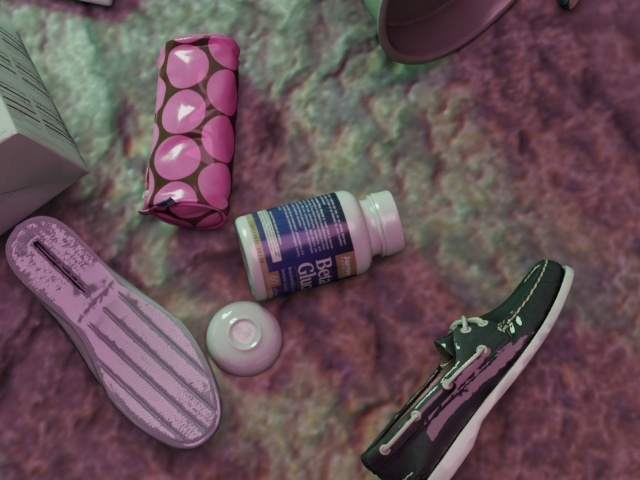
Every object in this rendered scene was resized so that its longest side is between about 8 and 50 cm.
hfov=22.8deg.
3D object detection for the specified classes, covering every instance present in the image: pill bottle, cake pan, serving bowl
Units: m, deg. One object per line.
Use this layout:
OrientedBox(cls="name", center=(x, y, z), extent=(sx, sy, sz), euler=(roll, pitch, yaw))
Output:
OrientedBox(cls="pill bottle", center=(0.000, 0.000, 1.703), extent=(0.169, 0.094, 0.094), euler=(-15, 76, -6))
OrientedBox(cls="cake pan", center=(0.156, -0.320, 1.703), extent=(0.293, 0.293, 0.054), euler=(-40, 66, -12))
OrientedBox(cls="serving bowl", center=(-0.082, 0.103, 1.707), extent=(0.083, 0.027, 0.083), euler=(0, 74, -1))

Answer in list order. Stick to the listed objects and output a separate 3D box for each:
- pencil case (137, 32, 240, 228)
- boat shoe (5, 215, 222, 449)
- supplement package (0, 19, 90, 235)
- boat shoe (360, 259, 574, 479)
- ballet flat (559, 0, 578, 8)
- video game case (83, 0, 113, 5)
OrientedBox(cls="pencil case", center=(-0.142, -0.121, 1.735), extent=(0.098, 0.095, 0.209), euler=(0, 72, 14))
OrientedBox(cls="boat shoe", center=(-0.210, 0.094, 1.669), extent=(0.109, 0.094, 0.302), euler=(-40, 81, -6))
OrientedBox(cls="supplement package", center=(-0.387, -0.115, 1.645), extent=(0.194, 0.149, 0.203), euler=(-34, 66, 10))
OrientedBox(cls="boat shoe", center=(0.156, 0.133, 1.665), extent=(0.091, 0.114, 0.302), euler=(35, 76, 1))
OrientedBox(cls="ballet flat", center=(0.296, -0.347, 1.831), extent=(0.052, 0.057, 0.168), euler=(-1, 75, -13))
OrientedBox(cls="video game case", center=(-0.322, -0.379, 1.792), extent=(0.212, 0.023, 0.193), euler=(11, 99, 1))
